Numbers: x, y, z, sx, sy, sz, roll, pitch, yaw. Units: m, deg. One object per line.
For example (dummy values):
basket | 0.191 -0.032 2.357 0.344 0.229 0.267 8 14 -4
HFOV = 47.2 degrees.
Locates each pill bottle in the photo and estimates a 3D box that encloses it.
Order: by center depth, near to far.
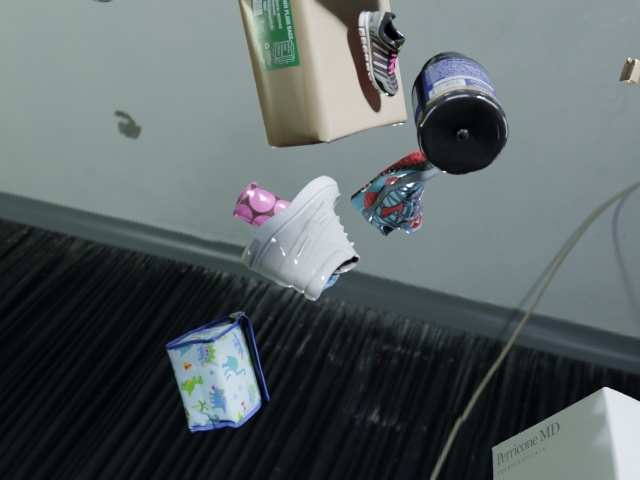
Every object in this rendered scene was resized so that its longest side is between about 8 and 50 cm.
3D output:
pill bottle | 0.195 -0.195 1.059 0.123 0.219 0.123 2 123 3

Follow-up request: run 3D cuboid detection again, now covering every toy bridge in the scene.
toy bridge | 0.538 -0.242 1.119 0.188 0.063 0.026 19 179 -22

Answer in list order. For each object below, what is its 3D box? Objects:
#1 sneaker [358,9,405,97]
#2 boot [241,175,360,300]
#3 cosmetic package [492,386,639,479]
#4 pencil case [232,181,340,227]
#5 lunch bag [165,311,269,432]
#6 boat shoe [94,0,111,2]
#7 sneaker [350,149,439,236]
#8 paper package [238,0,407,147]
sneaker | 0.125 -0.349 1.362 0.075 0.063 0.170 -3 118 30
boot | 0.000 0.000 1.017 0.123 0.258 0.095 33 124 7
cosmetic package | 0.309 0.383 0.783 0.156 0.385 0.217 23 135 -17
pencil case | -0.069 -0.045 1.469 0.209 0.098 0.095 26 113 -11
lunch bag | -0.128 0.177 1.017 0.096 0.151 0.129 -11 95 19
boat shoe | -0.320 -0.379 0.808 0.119 0.121 0.335 24 177 15
sneaker | 0.159 -0.080 1.327 0.125 0.104 0.262 56 157 0
paper package | 0.013 -0.362 1.444 0.168 0.309 0.325 -1 105 37
